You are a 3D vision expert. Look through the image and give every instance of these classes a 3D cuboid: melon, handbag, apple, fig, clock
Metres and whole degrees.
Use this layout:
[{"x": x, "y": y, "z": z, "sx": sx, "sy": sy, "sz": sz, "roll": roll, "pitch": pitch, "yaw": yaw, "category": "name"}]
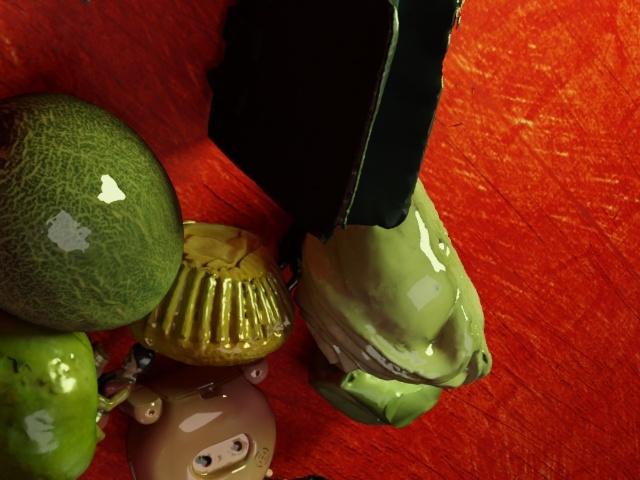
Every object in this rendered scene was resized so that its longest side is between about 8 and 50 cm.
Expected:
[{"x": -0.286, "y": -0.025, "z": 1.323, "sx": 0.248, "sy": 0.248, "sz": 0.329, "roll": -42, "pitch": 145, "yaw": -2, "category": "melon"}, {"x": -0.002, "y": -0.199, "z": 1.345, "sx": 0.121, "sy": 0.329, "sz": 0.303, "roll": -7, "pitch": 122, "yaw": -37, "category": "handbag"}, {"x": 0.087, "y": 0.203, "z": 1.860, "sx": 0.207, "sy": 0.174, "sz": 0.188, "roll": -18, "pitch": 131, "yaw": 39, "category": "apple"}, {"x": -0.408, "y": 0.173, "z": 1.399, "sx": 0.314, "sy": 0.233, "sz": 0.233, "roll": 20, "pitch": 110, "yaw": -33, "category": "fig"}, {"x": -0.166, "y": 0.300, "z": 1.709, "sx": 0.227, "sy": 0.142, "sz": 0.241, "roll": -17, "pitch": 110, "yaw": -26, "category": "clock"}]

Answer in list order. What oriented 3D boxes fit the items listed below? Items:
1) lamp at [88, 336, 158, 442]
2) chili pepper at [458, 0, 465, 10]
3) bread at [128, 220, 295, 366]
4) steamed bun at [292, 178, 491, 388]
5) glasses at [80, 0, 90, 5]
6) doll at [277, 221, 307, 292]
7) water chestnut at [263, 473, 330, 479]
[{"x": -0.323, "y": 0.212, "z": 1.583, "sx": 0.118, "sy": 0.118, "sz": 0.253, "roll": 23, "pitch": 112, "yaw": -46, "category": "lamp"}, {"x": 0.123, "y": -0.238, "z": 1.588, "sx": 0.137, "sy": 0.092, "sz": 0.368, "roll": -2, "pitch": 128, "yaw": -52, "category": "chili pepper"}, {"x": -0.142, "y": 0.075, "z": 1.532, "sx": 0.239, "sy": 0.240, "sz": 0.139, "roll": -5, "pitch": 115, "yaw": -36, "category": "bread"}, {"x": 0.079, "y": 0.054, "z": 1.579, "sx": 0.219, "sy": 0.324, "sz": 0.310, "roll": -25, "pitch": 112, "yaw": 7, "category": "steamed bun"}, {"x": -0.383, "y": -0.279, "z": 1.191, "sx": 0.234, "sy": 0.118, "sz": 0.268, "roll": -42, "pitch": 159, "yaw": -4, "category": "glasses"}, {"x": 0.000, "y": 0.000, "z": 1.712, "sx": 0.139, "sy": 0.057, "sz": 0.165, "roll": -5, "pitch": 117, "yaw": -34, "category": "doll"}, {"x": -0.108, "y": 0.481, "z": 1.872, "sx": 0.335, "sy": 0.347, "sz": 0.335, "roll": -24, "pitch": 179, "yaw": 0, "category": "water chestnut"}]
